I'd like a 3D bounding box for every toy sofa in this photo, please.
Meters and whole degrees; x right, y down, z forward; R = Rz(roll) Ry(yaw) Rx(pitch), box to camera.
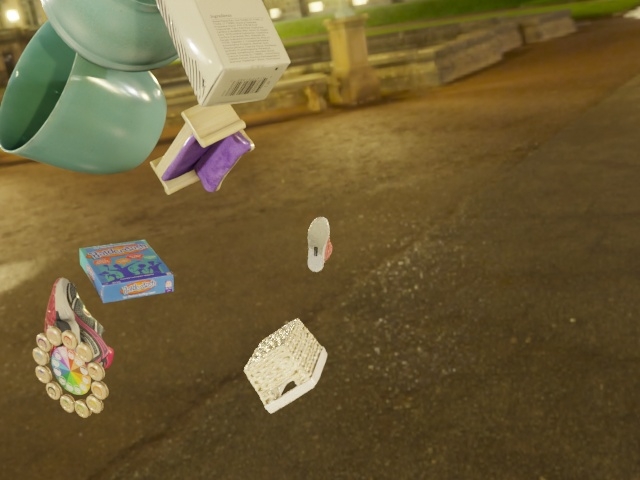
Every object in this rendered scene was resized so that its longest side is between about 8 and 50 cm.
[{"bbox_3d":[-0.351,-0.250,2.213,0.150,0.177,0.362,-31,-3,-34],"label":"toy sofa"}]

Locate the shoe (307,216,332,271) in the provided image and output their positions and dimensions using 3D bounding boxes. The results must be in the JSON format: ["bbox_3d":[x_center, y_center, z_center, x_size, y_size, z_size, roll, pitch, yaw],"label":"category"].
[{"bbox_3d":[0.000,0.000,2.263,0.064,0.178,0.081,12,27,12],"label":"shoe"}]

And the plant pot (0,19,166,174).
[{"bbox_3d":[-0.448,-0.263,1.485,0.235,0.293,0.293,24,-10,-42],"label":"plant pot"}]

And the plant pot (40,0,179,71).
[{"bbox_3d":[-0.303,-0.443,1.248,0.293,0.293,0.196,-16,6,-24],"label":"plant pot"}]

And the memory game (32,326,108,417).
[{"bbox_3d":[-0.463,0.244,1.397,0.186,0.186,0.012,1,19,31],"label":"memory game"}]

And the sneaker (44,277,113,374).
[{"bbox_3d":[-0.527,0.189,1.631,0.112,0.120,0.299,6,28,-29],"label":"sneaker"}]

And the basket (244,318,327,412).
[{"bbox_3d":[-0.068,0.238,1.478,0.113,0.103,0.167,-34,5,15],"label":"basket"}]

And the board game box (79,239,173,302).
[{"bbox_3d":[-0.448,0.066,1.742,0.160,0.047,0.210,-9,26,-29],"label":"board game box"}]

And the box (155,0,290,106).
[{"bbox_3d":[-0.154,-0.327,1.051,0.113,0.275,0.094,-13,-18,-34],"label":"box"}]
